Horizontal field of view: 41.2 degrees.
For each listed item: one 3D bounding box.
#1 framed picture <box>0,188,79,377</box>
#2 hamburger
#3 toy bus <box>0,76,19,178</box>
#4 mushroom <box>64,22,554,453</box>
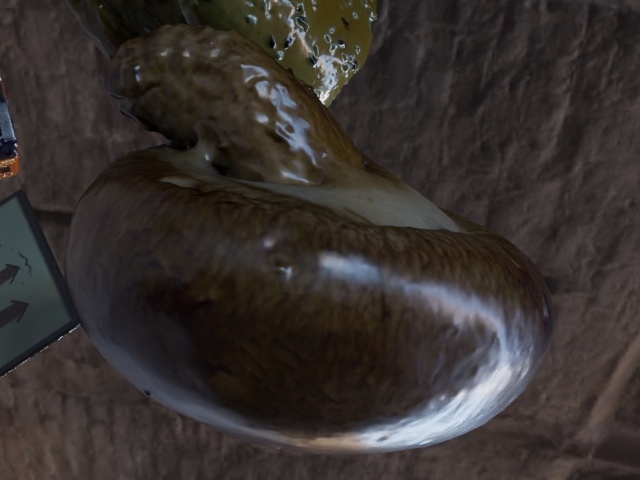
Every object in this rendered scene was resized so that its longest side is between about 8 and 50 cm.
[{"bbox_3d":[-0.480,0.104,1.093,0.244,0.324,0.013,55,-1,31],"label":"framed picture"},{"bbox_3d":[-0.087,-0.203,0.692,0.168,0.288,0.192,-20,-128,39],"label":"hamburger"},{"bbox_3d":[-0.558,-0.253,1.292,0.153,0.143,0.329,142,-68,-73],"label":"toy bus"},{"bbox_3d":[-0.007,0.024,0.577,0.345,0.345,0.239,-84,-165,-55],"label":"mushroom"}]
